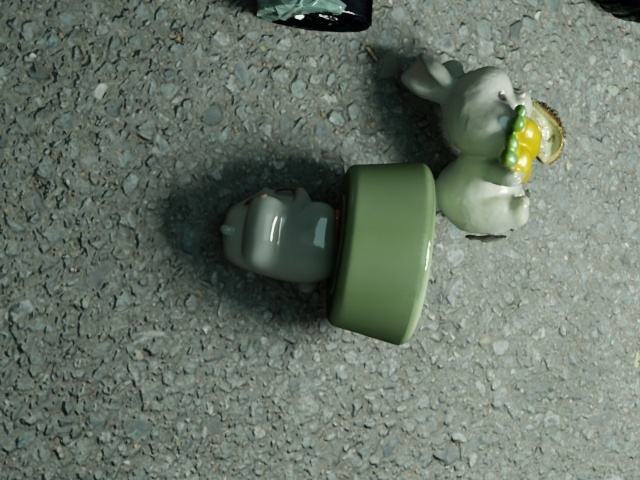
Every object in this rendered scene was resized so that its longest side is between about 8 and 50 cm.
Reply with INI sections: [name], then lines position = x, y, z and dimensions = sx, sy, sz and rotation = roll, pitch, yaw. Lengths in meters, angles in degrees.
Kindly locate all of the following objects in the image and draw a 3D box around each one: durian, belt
[durian]
position = 0.424, -0.206, 1.901
dimensions = 0.066, 0.052, 0.130
rotation = -13, 93, 14
[belt]
position = -0.008, -0.383, 1.625
dimensions = 0.198, 0.151, 0.078
rotation = 5, 89, -23

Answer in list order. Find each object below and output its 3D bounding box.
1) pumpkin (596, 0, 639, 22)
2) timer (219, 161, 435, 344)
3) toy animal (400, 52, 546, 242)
[pumpkin]
position = 0.605, -0.520, 1.911
dimensions = 0.220, 0.162, 0.220
rotation = -3, 97, -25
[timer]
position = 0.000, 0.000, 1.596
dimensions = 0.315, 0.291, 0.291
rotation = 9, 86, -4
[toy animal]
position = 0.270, -0.170, 1.722
dimensions = 0.183, 0.247, 0.310
rotation = -31, 119, -39
